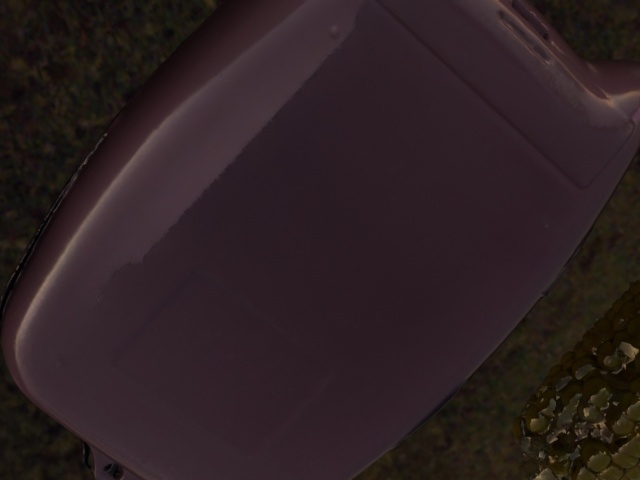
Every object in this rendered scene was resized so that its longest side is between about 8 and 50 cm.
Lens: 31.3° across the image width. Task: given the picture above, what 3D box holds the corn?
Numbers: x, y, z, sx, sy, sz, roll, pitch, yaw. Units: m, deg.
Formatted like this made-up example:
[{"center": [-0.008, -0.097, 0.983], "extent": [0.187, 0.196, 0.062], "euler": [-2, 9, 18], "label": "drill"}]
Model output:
[{"center": [0.241, 0.040, 0.709], "extent": [0.320, 0.097, 0.097], "euler": [-51, 141, 12], "label": "corn"}]

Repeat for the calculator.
[{"center": [0.001, 0.001, 0.478], "extent": [0.194, 0.043, 0.294], "euler": [38, 99, -22], "label": "calculator"}]
